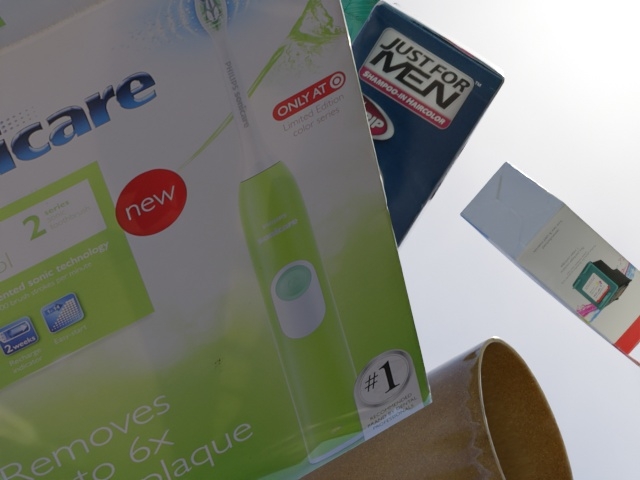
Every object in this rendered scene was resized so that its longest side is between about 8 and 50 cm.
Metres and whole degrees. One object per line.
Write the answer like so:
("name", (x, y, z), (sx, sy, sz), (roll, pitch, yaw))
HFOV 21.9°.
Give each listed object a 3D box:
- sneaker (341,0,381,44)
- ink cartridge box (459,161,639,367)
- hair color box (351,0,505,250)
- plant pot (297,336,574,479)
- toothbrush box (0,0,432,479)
("sneaker", (0.011, -0.218, 2.153), (0.124, 0.295, 0.178), (-6, -112, -23))
("ink cartridge box", (0.265, 0.030, 1.697), (0.231, 0.078, 0.134), (38, -176, -30))
("hair color box", (0.000, 0.000, 1.198), (0.105, 0.347, 0.174), (32, -170, 1))
("plant pot", (0.109, 0.255, 1.758), (0.237, 0.254, 0.237), (50, -153, -39))
("toothbrush box", (-0.087, -0.006, 0.703), (0.122, 0.206, 0.283), (47, 159, 46))
